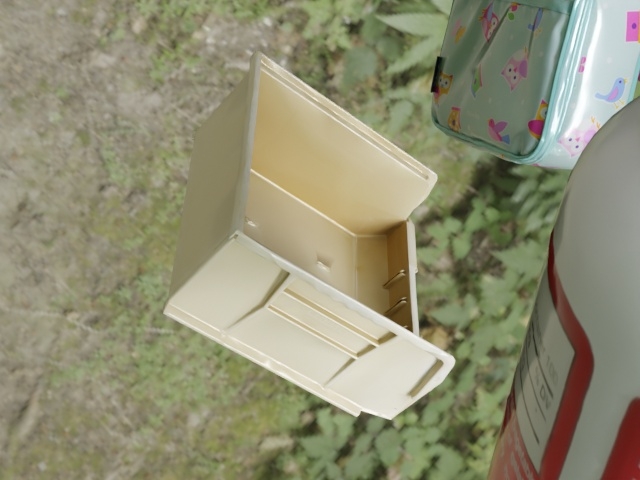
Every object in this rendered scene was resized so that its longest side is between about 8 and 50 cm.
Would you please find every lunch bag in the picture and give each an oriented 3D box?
[{"bbox_3d":[0.216,-0.199,1.173,0.108,0.279,0.224,5,104,-21],"label":"lunch bag"}]

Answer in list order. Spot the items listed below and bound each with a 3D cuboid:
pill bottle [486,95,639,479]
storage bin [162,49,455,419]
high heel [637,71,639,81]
[{"bbox_3d":[0.194,0.077,0.470,0.229,0.229,0.407,-24,138,-32],"label":"pill bottle"},{"bbox_3d":[0.000,0.000,1.073,0.260,0.262,0.123,31,125,-24],"label":"storage bin"},{"bbox_3d":[0.508,-0.284,1.322,0.377,0.127,0.181,-28,162,-36],"label":"high heel"}]
